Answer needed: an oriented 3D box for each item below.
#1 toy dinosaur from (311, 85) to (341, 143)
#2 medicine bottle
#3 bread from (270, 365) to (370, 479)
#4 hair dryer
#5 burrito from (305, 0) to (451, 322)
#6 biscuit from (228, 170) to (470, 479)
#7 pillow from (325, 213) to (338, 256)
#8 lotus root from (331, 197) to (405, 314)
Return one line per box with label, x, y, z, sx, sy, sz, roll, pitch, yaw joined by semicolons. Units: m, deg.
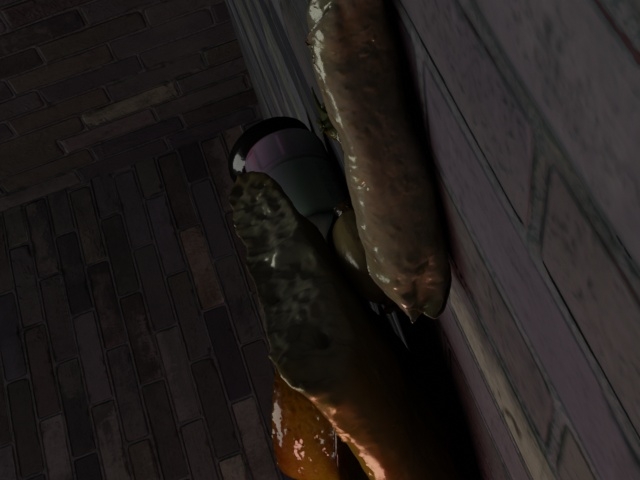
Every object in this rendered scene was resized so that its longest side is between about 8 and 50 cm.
toy dinosaur;0.007;-0.142;1.075;0.113;0.026;0.041;59;-169;24
medicine bottle;-0.031;-0.066;1.347;0.135;0.135;0.168;73;175;-59
bread;0.026;0.256;1.504;0.312;0.172;0.312;3;-90;-78
hair dryer;-0.021;-0.004;1.553;0.320;0.156;0.284;59;162;30
burrito;0.040;-0.065;0.621;0.082;0.059;0.275;-89;-16;-53
biscuit;0.057;0.155;1.069;0.446;0.104;0.429;55;-176;-24
pillow;0.043;0.028;1.256;0.093;0.051;0.241;49;160;13
lotus root;0.053;0.023;0.991;0.073;0.062;0.150;82;162;-63
